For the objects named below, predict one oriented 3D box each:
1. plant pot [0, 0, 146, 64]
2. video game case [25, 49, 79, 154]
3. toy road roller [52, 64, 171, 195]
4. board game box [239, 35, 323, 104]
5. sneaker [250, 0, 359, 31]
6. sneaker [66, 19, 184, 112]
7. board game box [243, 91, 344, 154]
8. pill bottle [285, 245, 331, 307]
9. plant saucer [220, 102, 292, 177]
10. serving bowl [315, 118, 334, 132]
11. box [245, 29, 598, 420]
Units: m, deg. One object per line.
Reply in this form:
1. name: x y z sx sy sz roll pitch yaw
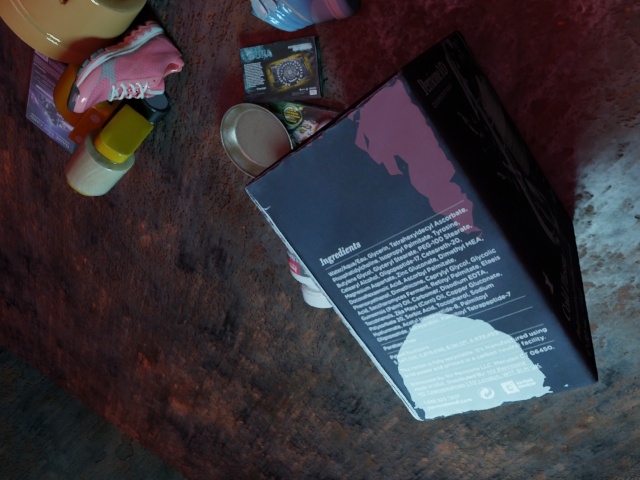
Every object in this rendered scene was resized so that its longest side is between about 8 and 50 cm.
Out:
1. plant pot: -0.506 -0.547 0.967 0.203 0.291 0.291 -4 117 34
2. video game case: -0.783 -0.415 1.365 0.196 0.026 0.274 39 129 0
3. toy road roller: -0.555 -0.299 1.134 0.240 0.329 0.202 38 132 -27
4. board game box: -0.088 -0.375 1.021 0.186 0.026 0.126 2 108 22
5. sneaker: -0.086 -0.522 0.836 0.208 0.127 0.319 -6 140 33
6. sneaker: -0.429 -0.375 1.042 0.136 0.314 0.116 43 148 -16
7. board game box: -0.066 -0.266 1.094 0.259 0.030 0.136 17 127 16
8. pill bottle: 0.000 0.000 1.127 0.176 0.176 0.318 5 121 24
9. plant saucer: -0.148 -0.240 1.106 0.198 0.036 0.199 15 130 18
10. serving bowl: 0.022 -0.231 1.035 0.083 0.027 0.083 12 122 20
11. box: 0.207 -0.053 0.800 0.297 0.480 0.472 -30 103 35
